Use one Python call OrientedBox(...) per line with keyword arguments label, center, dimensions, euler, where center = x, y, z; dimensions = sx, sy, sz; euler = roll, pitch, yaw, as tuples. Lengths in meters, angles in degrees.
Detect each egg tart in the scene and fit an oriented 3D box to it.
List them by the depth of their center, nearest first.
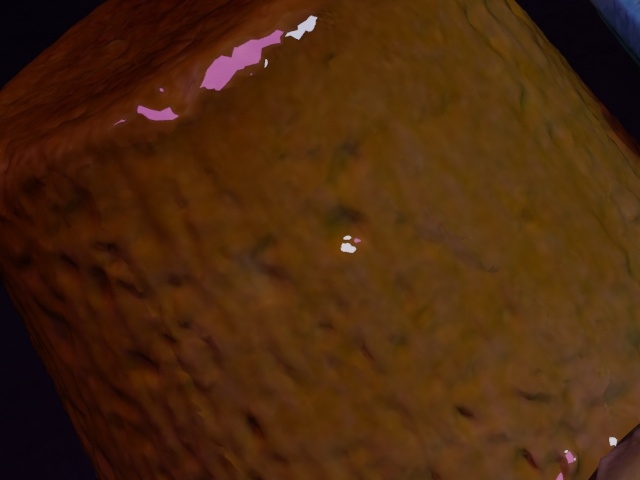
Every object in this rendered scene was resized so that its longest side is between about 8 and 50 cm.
OrientedBox(label="egg tart", center=(0.000, 0.000, 0.490), dimensions=(0.215, 0.171, 0.215), euler=(-28, 21, 12))

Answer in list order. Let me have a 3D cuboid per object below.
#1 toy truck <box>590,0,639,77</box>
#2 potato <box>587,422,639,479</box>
OrientedBox(label="toy truck", center=(0.177, -0.121, 0.526), dimensions=(0.156, 0.155, 0.279), euler=(-20, 37, 27))
OrientedBox(label="potato", center=(0.121, 0.119, 0.285), dimensions=(0.192, 0.141, 0.296), euler=(-14, 26, -2))
